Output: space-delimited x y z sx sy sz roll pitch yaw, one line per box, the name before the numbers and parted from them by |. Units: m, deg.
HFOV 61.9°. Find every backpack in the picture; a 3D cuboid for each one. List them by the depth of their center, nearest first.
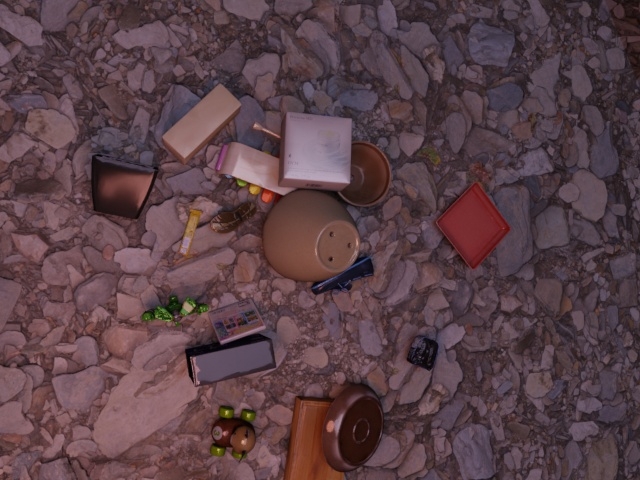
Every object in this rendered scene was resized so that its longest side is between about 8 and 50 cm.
backpack | 0.386 0.421 2.030 0.104 0.084 0.115 24 84 -16

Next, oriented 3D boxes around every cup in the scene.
cup | 0.000 0.000 1.788 0.330 0.237 0.332 -6 102 -28

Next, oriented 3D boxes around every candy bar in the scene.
candy bar | -0.439 -0.026 1.788 0.040 0.018 0.162 17 83 -15

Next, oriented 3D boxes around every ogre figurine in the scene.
ogre figurine | -0.469 0.229 1.716 0.196 0.118 0.097 -28 93 -20

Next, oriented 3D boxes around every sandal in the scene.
sandal | -0.300 -0.077 1.828 0.180 0.049 0.072 -33 105 -32

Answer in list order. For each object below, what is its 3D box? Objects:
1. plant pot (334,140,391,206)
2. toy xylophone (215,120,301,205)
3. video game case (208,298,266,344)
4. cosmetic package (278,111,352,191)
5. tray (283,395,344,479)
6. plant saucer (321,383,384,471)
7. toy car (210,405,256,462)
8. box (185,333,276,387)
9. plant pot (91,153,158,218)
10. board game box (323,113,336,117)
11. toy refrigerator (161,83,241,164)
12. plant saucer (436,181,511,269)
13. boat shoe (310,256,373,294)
plant pot | 0.131 -0.236 1.950 0.237 0.109 0.238 1 87 -20
toy xylophone | -0.187 -0.261 1.852 0.322 0.081 0.236 28 79 -16
video game case | -0.280 0.268 1.780 0.157 0.143 0.019 -17 133 -19
cosmetic package | -0.019 -0.294 1.782 0.223 0.138 0.225 3 83 -12
tray | -0.014 0.771 1.883 0.202 0.076 0.412 10 84 -19
plant saucer | 0.131 0.667 1.887 0.310 0.050 0.311 -2 92 -43
toy car | -0.270 0.644 1.734 0.148 0.188 0.155 14 83 -19
box | -0.296 0.384 1.737 0.261 0.184 0.103 -9 92 -20
plant pot | -0.615 -0.165 1.655 0.187 0.188 0.167 12 97 -19
board game box | 0.047 -0.411 1.973 0.090 0.020 0.090 9 86 -19
toy refrigerator | -0.394 -0.386 1.780 0.102 0.094 0.269 43 75 -6
plant saucer | 0.607 -0.058 2.146 0.258 0.047 0.259 -43 103 -16
boat shoe | 0.091 0.144 1.926 0.258 0.109 0.089 -25 100 -17
